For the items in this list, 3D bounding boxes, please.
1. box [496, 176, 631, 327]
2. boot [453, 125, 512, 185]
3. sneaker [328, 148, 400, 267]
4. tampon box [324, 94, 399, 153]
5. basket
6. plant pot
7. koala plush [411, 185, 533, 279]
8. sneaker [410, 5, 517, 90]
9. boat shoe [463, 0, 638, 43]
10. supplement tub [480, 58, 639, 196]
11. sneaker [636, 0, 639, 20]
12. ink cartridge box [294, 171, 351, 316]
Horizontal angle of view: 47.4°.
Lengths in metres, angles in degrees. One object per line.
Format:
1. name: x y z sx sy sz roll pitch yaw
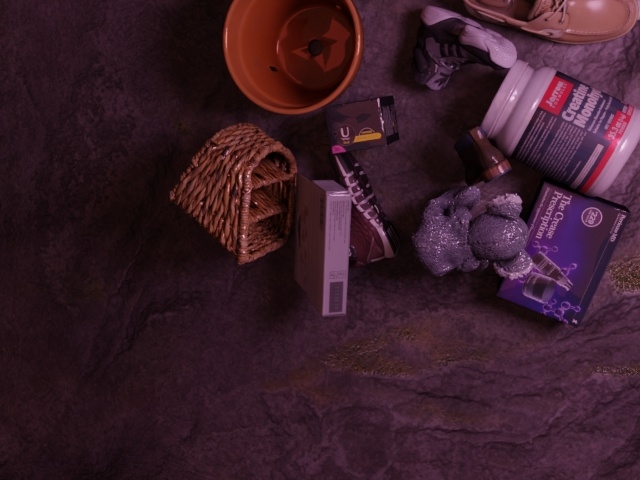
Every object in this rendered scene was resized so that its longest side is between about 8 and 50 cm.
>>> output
1. box: 0.504 0.023 1.526 0.184 0.103 0.261 21 105 9
2. boot: 0.321 -0.174 1.483 0.082 0.219 0.106 -30 93 -2
3. sneaker: 0.049 -0.061 1.643 0.162 0.106 0.281 -27 93 22
4. tampon box: 0.092 -0.248 1.561 0.120 0.161 0.101 -7 100 18
5. basket: -0.140 -0.113 1.585 0.223 0.299 0.213 41 107 8
6. plant pot: -0.036 -0.417 1.546 0.291 0.203 0.290 3 102 15
7. koala plush: 0.323 -0.006 1.483 0.221 0.203 0.196 2 104 44
8. sneaker: 0.279 -0.366 1.479 0.268 0.101 0.153 48 128 44
9. boat shoe: 0.444 -0.457 1.435 0.341 0.110 0.121 12 106 18
10. supplement tub: 0.471 -0.224 1.439 0.272 0.191 0.191 28 107 9
11. sneaker: 0.658 -0.474 1.397 0.161 0.075 0.057 -21 94 19
12. ink cartridge box: 0.000 0.000 1.619 0.060 0.239 0.275 -3 107 -15
